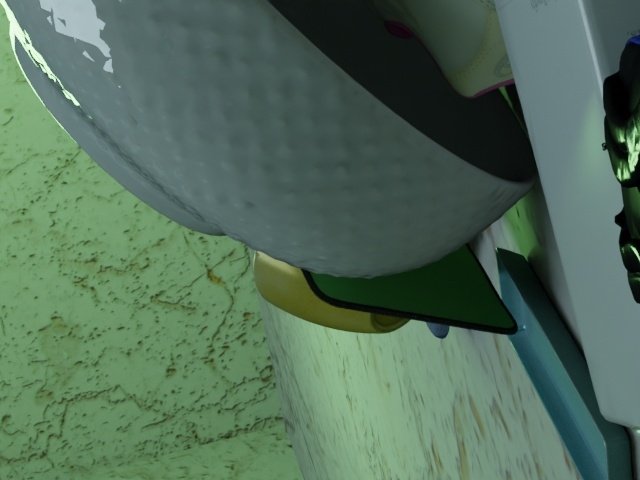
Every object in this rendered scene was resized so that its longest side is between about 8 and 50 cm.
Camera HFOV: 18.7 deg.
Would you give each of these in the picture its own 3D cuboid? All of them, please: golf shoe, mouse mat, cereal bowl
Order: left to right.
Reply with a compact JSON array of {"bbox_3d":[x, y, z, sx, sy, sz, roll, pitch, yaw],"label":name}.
[{"bbox_3d":[-0.051,-0.105,0.990,0.339,0.141,0.339,41,-163,-16],"label":"cereal bowl"},{"bbox_3d":[0.023,-0.019,1.120,0.007,0.153,0.189,-56,44,27],"label":"mouse mat"},{"bbox_3d":[0.039,-0.164,0.967,0.306,0.115,0.140,-115,9,-66],"label":"golf shoe"}]

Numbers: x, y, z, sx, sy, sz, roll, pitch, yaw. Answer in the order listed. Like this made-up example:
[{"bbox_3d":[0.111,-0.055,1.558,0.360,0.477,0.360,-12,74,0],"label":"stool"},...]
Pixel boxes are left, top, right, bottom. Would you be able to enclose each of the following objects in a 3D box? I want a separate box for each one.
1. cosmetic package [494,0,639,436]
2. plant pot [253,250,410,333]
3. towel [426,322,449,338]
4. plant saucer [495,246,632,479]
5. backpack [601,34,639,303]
[{"bbox_3d":[0.114,-0.056,0.634,0.117,0.086,0.231,-176,71,-84],"label":"cosmetic package"},{"bbox_3d":[0.031,0.017,1.471,0.095,0.134,0.134,37,150,34],"label":"plant pot"},{"bbox_3d":[0.062,-0.079,1.308,0.285,0.034,0.209,87,168,-63],"label":"towel"},{"bbox_3d":[0.134,0.078,1.073,0.192,0.018,0.067,-114,12,-56],"label":"plant saucer"},{"bbox_3d":[0.127,-0.012,0.515,0.120,0.101,0.098,-111,16,-80],"label":"backpack"}]
